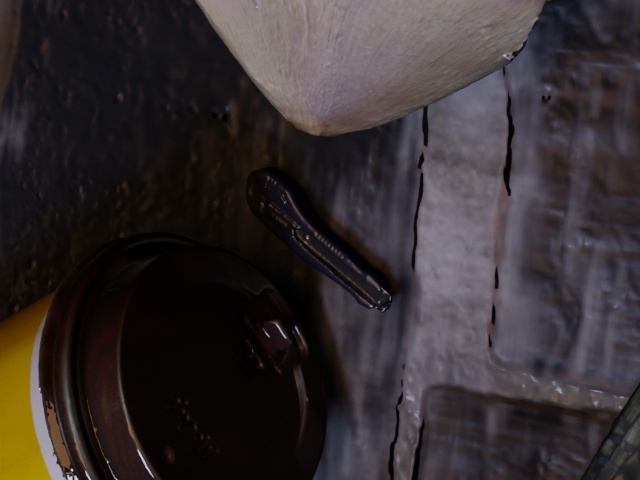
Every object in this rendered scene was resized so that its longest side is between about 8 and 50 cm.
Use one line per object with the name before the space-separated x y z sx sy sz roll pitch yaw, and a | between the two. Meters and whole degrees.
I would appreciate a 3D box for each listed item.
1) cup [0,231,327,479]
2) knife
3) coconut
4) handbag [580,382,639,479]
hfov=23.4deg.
cup | -0.148 0.115 0.913 0.280 0.196 0.196 -20 83 35
knife | 0.000 0.000 0.914 0.121 0.018 0.031 40 112 19
coconut | 0.029 -0.169 0.786 0.224 0.224 0.234 5 94 28
handbag | 0.226 0.200 0.774 0.270 0.089 0.175 42 103 20
